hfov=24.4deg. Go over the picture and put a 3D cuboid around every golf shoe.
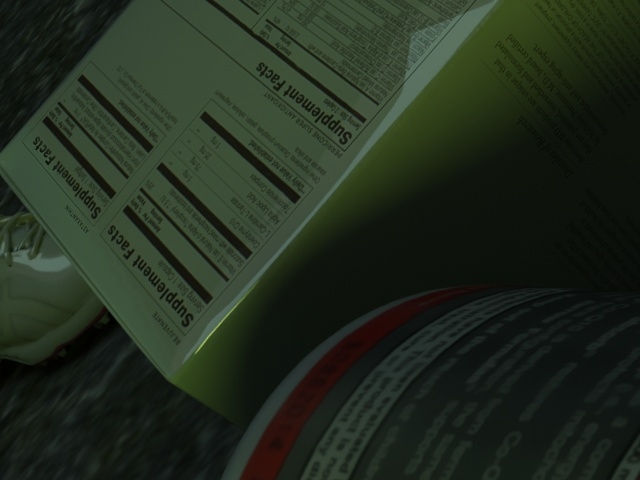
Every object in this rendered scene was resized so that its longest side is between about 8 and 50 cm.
[{"bbox_3d":[-0.250,0.030,1.108,0.306,0.140,0.115,-31,31,28],"label":"golf shoe"}]

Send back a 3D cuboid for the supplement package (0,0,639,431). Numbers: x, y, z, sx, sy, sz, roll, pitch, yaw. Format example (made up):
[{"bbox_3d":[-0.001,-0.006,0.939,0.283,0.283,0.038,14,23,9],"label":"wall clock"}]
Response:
[{"bbox_3d":[0.034,-0.045,0.677,0.263,0.199,0.198,-49,44,1],"label":"supplement package"}]

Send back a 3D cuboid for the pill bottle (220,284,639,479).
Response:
[{"bbox_3d":[0.140,0.119,0.353,0.363,0.210,0.210,0,55,56],"label":"pill bottle"}]
